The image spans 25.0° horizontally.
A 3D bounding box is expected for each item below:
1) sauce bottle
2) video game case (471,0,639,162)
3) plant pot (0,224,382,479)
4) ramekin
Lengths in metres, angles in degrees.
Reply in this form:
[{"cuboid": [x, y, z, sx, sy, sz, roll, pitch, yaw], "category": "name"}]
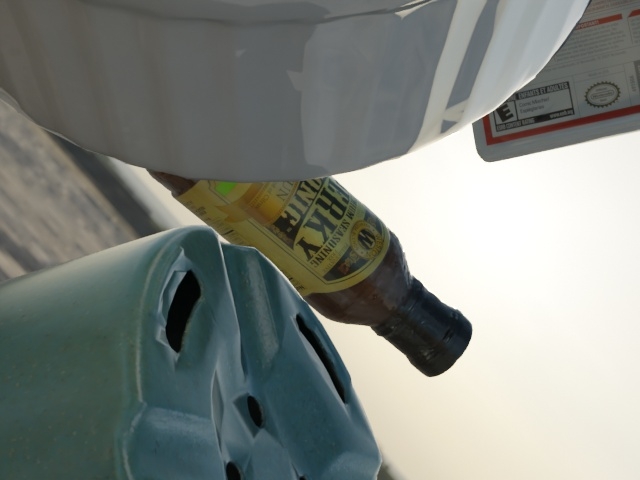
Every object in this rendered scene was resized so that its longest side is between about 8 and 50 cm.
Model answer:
[{"cuboid": [0.000, 0.000, 1.342, 0.344, 0.111, 0.111, 38, -1, -19], "category": "sauce bottle"}, {"cuboid": [0.183, -0.209, 0.966, 0.025, 0.204, 0.285, 29, 51, -69], "category": "video game case"}, {"cuboid": [-0.155, 0.166, 0.709, 0.341, 0.334, 0.341, 54, 24, -37], "category": "plant pot"}, {"cuboid": [-0.020, -0.152, 0.442, 0.277, 0.277, 0.135, 46, -20, 19], "category": "ramekin"}]
